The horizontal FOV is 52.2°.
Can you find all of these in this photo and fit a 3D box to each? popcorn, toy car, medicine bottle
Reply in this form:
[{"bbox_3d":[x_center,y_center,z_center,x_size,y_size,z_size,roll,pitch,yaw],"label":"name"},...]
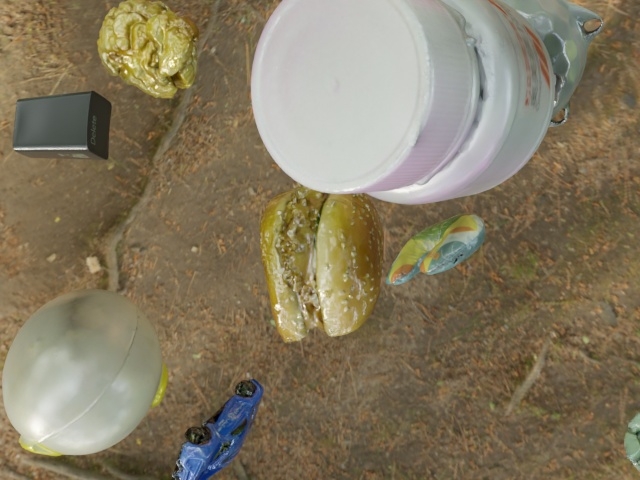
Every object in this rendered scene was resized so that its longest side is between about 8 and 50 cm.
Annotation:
[{"bbox_3d":[-0.437,-0.497,1.720,0.225,0.332,0.265,-54,134,-27],"label":"popcorn"},{"bbox_3d":[-0.143,0.291,0.983,0.063,0.216,0.103,30,123,16],"label":"toy car"},{"bbox_3d":[0.102,-0.169,0.744,0.256,0.324,0.256,6,100,35],"label":"medicine bottle"}]

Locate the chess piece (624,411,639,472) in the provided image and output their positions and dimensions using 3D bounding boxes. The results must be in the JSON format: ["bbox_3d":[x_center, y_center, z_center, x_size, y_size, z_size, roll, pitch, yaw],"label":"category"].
[{"bbox_3d":[0.631,0.398,1.113,0.194,0.195,0.299,-39,123,13],"label":"chess piece"}]

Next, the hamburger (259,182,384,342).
[{"bbox_3d":[0.000,0.000,1.569,0.268,0.446,0.287,-6,142,22],"label":"hamburger"}]

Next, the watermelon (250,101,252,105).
[{"bbox_3d":[-0.045,-0.248,1.047,0.163,0.069,0.087,-37,69,15],"label":"watermelon"}]

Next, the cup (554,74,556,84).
[{"bbox_3d":[0.366,-0.300,1.236,0.141,0.134,0.174,-12,83,-5],"label":"cup"}]

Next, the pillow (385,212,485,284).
[{"bbox_3d":[0.258,0.023,1.434,0.214,0.233,0.086,-42,102,-33],"label":"pillow"}]

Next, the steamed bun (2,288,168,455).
[{"bbox_3d":[-0.502,0.274,1.395,0.333,0.374,0.334,-6,116,-11],"label":"steamed bun"}]

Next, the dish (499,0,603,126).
[{"bbox_3d":[0.289,-0.266,1.053,0.302,0.120,0.303,10,134,10],"label":"dish"}]

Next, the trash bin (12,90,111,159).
[{"bbox_3d":[-0.694,-0.305,1.755,0.225,0.115,0.166,0,82,9],"label":"trash bin"}]
